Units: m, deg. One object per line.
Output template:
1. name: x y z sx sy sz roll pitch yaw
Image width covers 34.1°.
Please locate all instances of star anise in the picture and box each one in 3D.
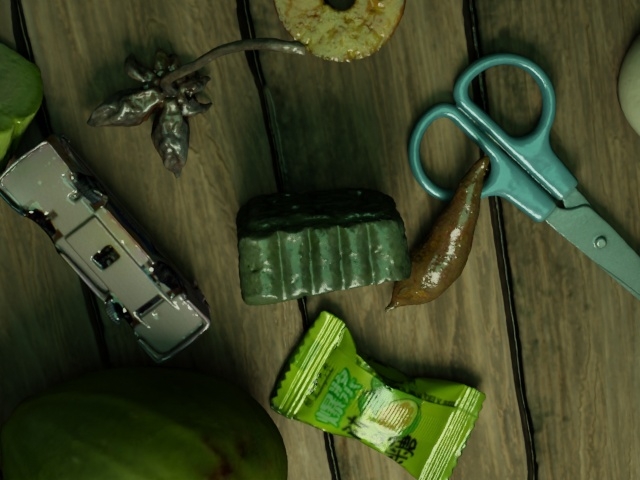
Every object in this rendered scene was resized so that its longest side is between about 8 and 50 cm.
1. star anise: -0.134 -0.145 1.092 0.218 0.227 0.148 -22 99 -10

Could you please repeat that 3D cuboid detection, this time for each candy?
1. candy: 0.074 0.197 1.266 0.246 0.069 0.149 26 104 -9

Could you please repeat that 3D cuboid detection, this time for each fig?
1. fig: -0.205 0.266 1.158 0.316 0.316 0.316 -1 105 -4

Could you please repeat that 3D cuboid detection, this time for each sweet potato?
1. sweet potato: 0.151 0.001 1.214 0.068 0.068 0.226 25 114 -10

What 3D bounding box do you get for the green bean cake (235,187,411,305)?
1. green bean cake: 0.000 0.000 1.149 0.184 0.183 0.094 -5 102 -2

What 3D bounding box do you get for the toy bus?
1. toy bus: -0.235 0.005 1.169 0.090 0.112 0.274 -38 104 6

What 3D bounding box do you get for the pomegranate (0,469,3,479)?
1. pomegranate: -0.462 0.357 1.173 0.281 0.281 0.281 -1 105 -4

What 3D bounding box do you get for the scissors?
1. scissors: 0.304 -0.026 1.242 0.447 0.029 0.192 41 99 -13

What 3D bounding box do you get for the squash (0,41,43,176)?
1. squash: -0.484 -0.088 1.154 0.233 0.210 0.309 32 129 -13

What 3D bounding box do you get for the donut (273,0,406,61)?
1. donut: 0.018 -0.272 1.142 0.151 0.058 0.152 -1 104 -4

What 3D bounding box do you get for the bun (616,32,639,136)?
1. bun: 0.427 -0.175 1.167 0.172 0.120 0.173 -1 104 -6
